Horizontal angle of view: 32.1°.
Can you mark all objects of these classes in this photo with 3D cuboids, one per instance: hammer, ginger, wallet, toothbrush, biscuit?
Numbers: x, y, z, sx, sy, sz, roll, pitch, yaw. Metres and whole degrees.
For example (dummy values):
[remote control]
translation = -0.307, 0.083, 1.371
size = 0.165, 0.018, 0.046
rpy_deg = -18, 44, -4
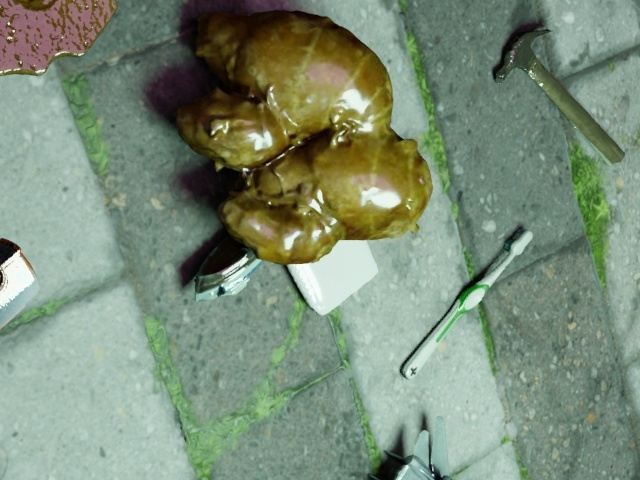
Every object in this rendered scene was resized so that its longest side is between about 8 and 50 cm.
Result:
[hammer]
translation = 0.383, -0.209, 1.725
size = 0.297, 0.027, 0.125
rpy_deg = 41, 78, -29
[ginger]
translation = -0.030, -0.134, 1.383
size = 0.274, 0.152, 0.358
rpy_deg = -25, 97, -11
[wallet]
translation = 0.000, 0.000, 1.497
size = 0.124, 0.032, 0.183
rpy_deg = -36, 111, -24
[toothbrush]
translation = 0.219, 0.091, 1.649
size = 0.304, 0.030, 0.030
rpy_deg = -48, 117, -19
[biscuit]
translation = -0.345, -0.270, 1.245
size = 0.215, 0.034, 0.182
rpy_deg = -35, 111, -23

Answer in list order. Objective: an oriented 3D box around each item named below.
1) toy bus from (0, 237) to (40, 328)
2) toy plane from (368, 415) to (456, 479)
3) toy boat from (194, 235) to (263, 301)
[toy bus]
translation = -0.400, 0.083, 1.232
size = 0.192, 0.065, 0.077
rpy_deg = -44, 127, -21
[toy plane]
translation = 0.182, 0.403, 1.622
size = 0.267, 0.088, 0.212
rpy_deg = 46, 72, -28
[toy boat]
translation = -0.108, 0.033, 1.420
size = 0.140, 0.059, 0.066
rpy_deg = -41, 142, -24
